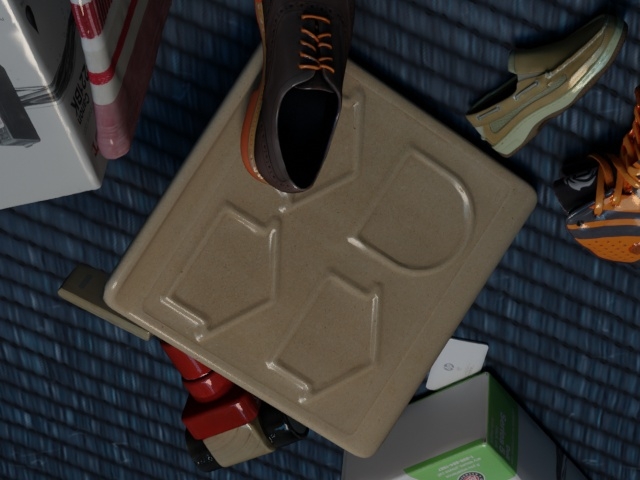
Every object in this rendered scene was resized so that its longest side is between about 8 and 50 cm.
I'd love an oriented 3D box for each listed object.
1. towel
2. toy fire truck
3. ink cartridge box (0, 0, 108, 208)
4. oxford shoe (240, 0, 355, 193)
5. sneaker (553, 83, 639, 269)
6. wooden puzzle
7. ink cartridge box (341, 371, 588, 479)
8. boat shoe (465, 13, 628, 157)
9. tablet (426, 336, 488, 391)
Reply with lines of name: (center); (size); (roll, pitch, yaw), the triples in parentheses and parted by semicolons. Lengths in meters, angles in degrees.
towel: (-0.187, -0.267, 1.576); (0.037, 0.237, 0.329); (-1, 131, 8)
toy fire truck: (-0.127, 0.087, 1.898); (0.158, 0.217, 0.246); (-21, 118, 24)
ink cartridge box: (-0.278, -0.195, 1.676); (0.114, 0.197, 0.273); (-9, 129, 14)
oxford shoe: (-0.005, -0.174, 1.670); (0.096, 0.098, 0.271); (1, 103, -21)
sneaker: (0.304, -0.081, 1.753); (0.180, 0.125, 0.321); (-8, 129, 12)
wooden puzzle: (0.000, 0.000, 1.814); (0.348, 0.080, 0.322); (33, 90, -24)
ink cartridge box: (0.181, 0.299, 2.102); (0.198, 0.115, 0.273); (-26, 124, 27)
boat shoe: (0.206, -0.155, 1.744); (0.072, 0.068, 0.190); (38, 126, -10)
tablet: (0.150, 0.139, 2.041); (0.054, 0.006, 0.083); (11, 131, -2)
